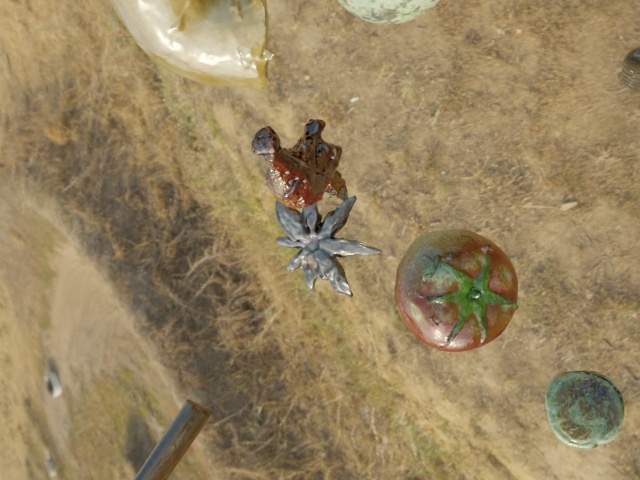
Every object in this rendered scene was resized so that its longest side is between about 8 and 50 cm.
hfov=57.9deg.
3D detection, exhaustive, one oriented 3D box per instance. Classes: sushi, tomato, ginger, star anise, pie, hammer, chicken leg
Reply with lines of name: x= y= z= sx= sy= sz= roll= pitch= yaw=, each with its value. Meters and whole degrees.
sushi: x=-0.001 y=-0.107 z=0.984 sx=0.052 sy=0.120 sz=0.055 roll=-3 pitch=58 yaw=51
tomato: x=0.323 y=0.121 z=1.434 sx=0.239 sy=0.304 sz=0.303 roll=-176 pitch=70 yaw=-73
ginger: x=-0.152 y=-0.266 z=0.612 sx=0.152 sy=0.267 sz=0.138 roll=-29 pitch=37 yaw=31
star anise: x=0.000 y=0.000 z=0.936 sx=0.181 sy=0.061 sz=0.204 roll=-20 pitch=86 yaw=24
pie: x=0.786 y=0.501 z=1.734 sx=0.240 sy=0.241 sz=0.054 roll=57 pitch=-179 yaw=17
hammer: x=-0.337 y=0.473 z=1.070 sx=0.095 sy=0.408 sz=0.242 roll=6 pitch=141 yaw=43
chicken leg: x=-0.023 y=-0.077 z=0.590 sx=0.048 sy=0.219 sz=0.089 roll=1 pitch=104 yaw=19

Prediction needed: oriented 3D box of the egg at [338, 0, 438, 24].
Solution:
egg: x=0.065 y=-0.274 z=0.516 sx=0.132 sy=0.132 sz=0.172 roll=60 pitch=169 yaw=14

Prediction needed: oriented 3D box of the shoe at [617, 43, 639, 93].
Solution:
shoe: x=0.518 y=-0.274 z=0.838 sx=0.114 sy=0.291 sz=0.137 roll=39 pitch=109 yaw=22
